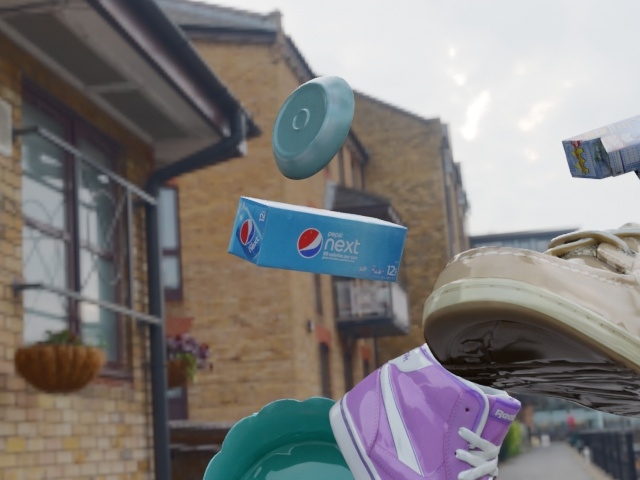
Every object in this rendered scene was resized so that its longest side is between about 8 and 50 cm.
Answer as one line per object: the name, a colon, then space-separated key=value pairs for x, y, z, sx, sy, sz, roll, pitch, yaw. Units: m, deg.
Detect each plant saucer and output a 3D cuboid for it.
plant saucer: x=-0.014 y=-0.122 z=1.099 sx=0.021 sy=0.119 sz=0.119 roll=26 pitch=-28 yaw=-39

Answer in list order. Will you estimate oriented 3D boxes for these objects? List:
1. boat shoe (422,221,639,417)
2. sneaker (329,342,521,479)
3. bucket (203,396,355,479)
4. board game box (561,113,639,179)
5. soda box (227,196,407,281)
boat shoe: x=0.175 y=0.045 z=0.685 sx=0.121 sy=0.110 sz=0.341 roll=-6 pitch=-18 yaw=35
sneaker: x=0.130 y=0.222 z=0.933 sx=0.161 sy=0.282 sz=0.102 roll=-39 pitch=-23 yaw=20
bucket: x=-0.013 y=0.345 z=1.289 sx=0.281 sy=0.281 sz=0.183 roll=-4 pitch=-22 yaw=0
board game box: x=0.424 y=-0.123 z=1.393 sx=0.194 sy=0.060 sz=0.194 roll=-16 pitch=13 yaw=14
soda box: x=0.000 y=0.000 z=1.251 sx=0.210 sy=0.071 sz=0.067 roll=8 pitch=8 yaw=-38
